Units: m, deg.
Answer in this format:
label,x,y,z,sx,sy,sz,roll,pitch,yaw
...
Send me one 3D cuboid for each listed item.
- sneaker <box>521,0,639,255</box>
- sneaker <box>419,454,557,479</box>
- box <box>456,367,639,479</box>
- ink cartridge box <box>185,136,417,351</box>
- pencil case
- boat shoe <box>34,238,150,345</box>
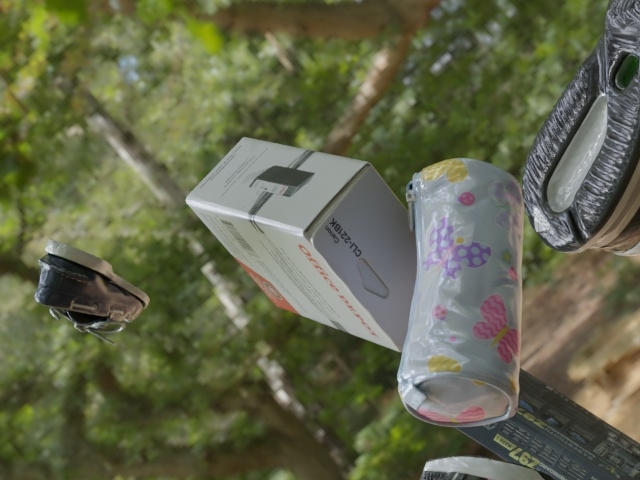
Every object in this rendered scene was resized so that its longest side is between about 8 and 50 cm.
label,x,y,z,sx,sy,sz,roll,pitch,yaw
sneaker,0.383,-0.166,1.312,0.257,0.169,0.447,8,-54,-33
sneaker,0.141,0.191,0.980,0.072,0.178,0.077,48,-125,-65
box,0.289,0.244,1.812,0.059,0.233,0.183,-63,-18,15
ink cartridge box,0.000,0.000,1.696,0.114,0.197,0.273,-48,30,-15
pencil case,0.142,0.049,1.504,0.113,0.124,0.273,-38,39,47
boat shoe,-0.261,0.065,1.712,0.254,0.095,0.079,67,-135,-78
